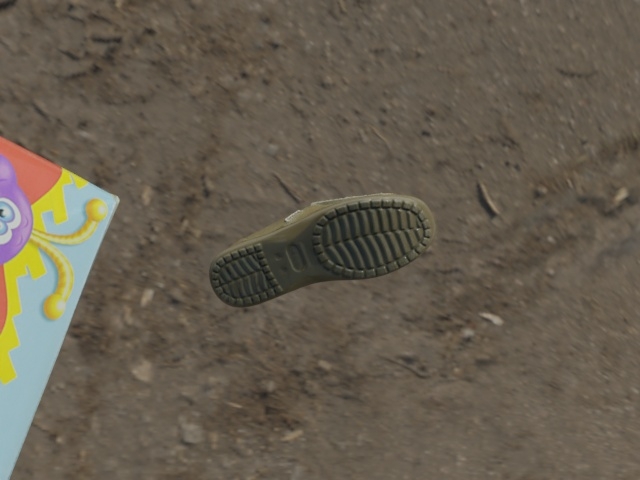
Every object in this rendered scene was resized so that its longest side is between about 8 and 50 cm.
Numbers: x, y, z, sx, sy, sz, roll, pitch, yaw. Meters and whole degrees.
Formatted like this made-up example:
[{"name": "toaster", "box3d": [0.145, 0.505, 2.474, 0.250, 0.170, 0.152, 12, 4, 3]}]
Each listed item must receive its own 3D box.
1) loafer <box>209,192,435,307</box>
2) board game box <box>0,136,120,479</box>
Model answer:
[{"name": "loafer", "box3d": [0.000, 0.000, 0.829, 0.148, 0.050, 0.056, -13, 108, 3]}, {"name": "board game box", "box3d": [-0.218, -0.004, 0.322, 0.142, 0.275, 0.144, 0, 67, 52]}]
